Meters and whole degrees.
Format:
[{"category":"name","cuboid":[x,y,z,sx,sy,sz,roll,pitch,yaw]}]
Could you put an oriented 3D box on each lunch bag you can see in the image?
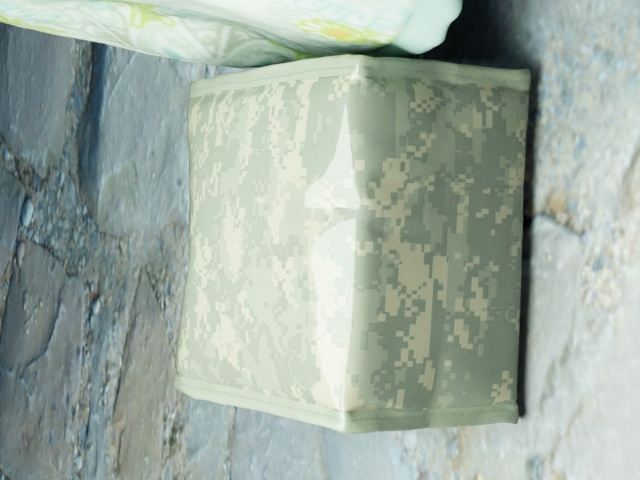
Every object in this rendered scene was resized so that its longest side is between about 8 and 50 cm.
[{"category":"lunch bag","cuboid":[0.000,0.000,1.090,0.287,0.169,0.235,4,93,56]}]

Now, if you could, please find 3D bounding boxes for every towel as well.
[{"category":"towel","cuboid":[-0.099,-0.179,1.043,0.374,0.320,0.090,-179,98,-79]}]
